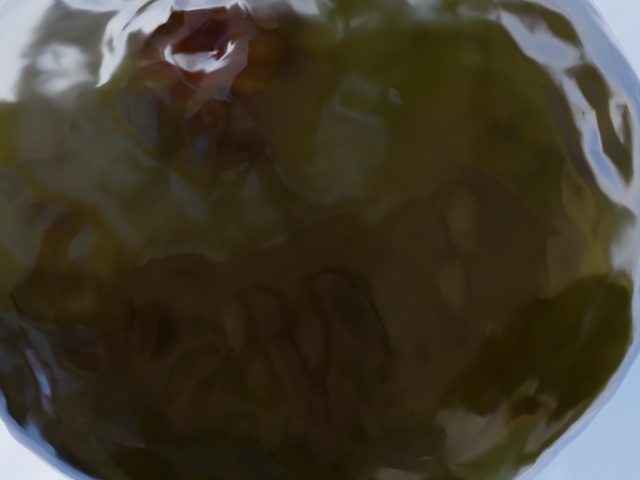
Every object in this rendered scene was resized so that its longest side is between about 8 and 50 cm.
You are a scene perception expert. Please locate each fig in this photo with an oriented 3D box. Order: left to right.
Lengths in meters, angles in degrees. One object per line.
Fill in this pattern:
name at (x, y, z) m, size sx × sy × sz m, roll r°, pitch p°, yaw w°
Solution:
fig at (-0.011, -0.005, 0.620) m, size 0.344 × 0.343 × 0.343 m, roll -5°, pitch -68°, yaw -13°
